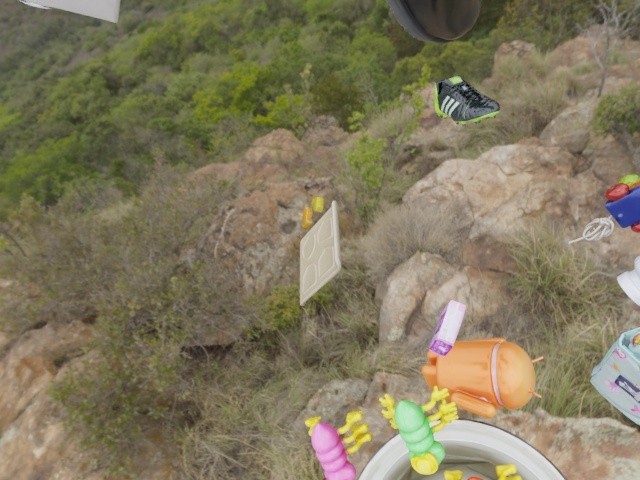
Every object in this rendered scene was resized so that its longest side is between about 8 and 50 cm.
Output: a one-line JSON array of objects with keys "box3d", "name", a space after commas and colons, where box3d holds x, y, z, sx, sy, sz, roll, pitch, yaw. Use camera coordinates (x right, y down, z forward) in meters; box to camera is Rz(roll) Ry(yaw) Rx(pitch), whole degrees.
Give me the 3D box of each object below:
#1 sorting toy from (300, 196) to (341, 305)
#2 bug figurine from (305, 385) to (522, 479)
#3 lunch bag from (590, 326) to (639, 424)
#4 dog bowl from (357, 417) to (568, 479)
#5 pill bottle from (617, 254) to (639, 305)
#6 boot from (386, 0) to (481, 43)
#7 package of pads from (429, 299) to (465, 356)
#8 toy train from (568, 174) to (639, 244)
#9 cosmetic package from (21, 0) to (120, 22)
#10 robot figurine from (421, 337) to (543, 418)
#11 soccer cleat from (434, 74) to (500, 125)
[{"box3d": [0.000, 0.000, 1.182, 0.229, 0.041, 0.308, -51, 32, 45], "name": "sorting toy"}, {"box3d": [0.090, 0.299, 0.529, 0.278, 0.072, 0.217, -24, 96, 26], "name": "bug figurine"}, {"box3d": [0.728, 0.291, 0.887, 0.261, 0.224, 0.160, 10, 56, 23], "name": "lunch bag"}, {"box3d": [0.252, 0.539, 0.746, 0.406, 0.150, 0.409, -7, 55, 10], "name": "dog bowl"}, {"box3d": [0.687, 0.050, 0.830, 0.184, 0.103, 0.103, -48, 44, 36], "name": "pill bottle"}, {"box3d": [0.283, -0.377, 0.577, 0.445, 0.366, 0.146, 27, 102, 43], "name": "boot"}, {"box3d": [0.208, 0.143, 0.704, 0.031, 0.050, 0.083, 24, 52, 13], "name": "package of pads"}, {"box3d": [0.631, -0.087, 0.884, 0.248, 0.105, 0.143, -38, 5, 44], "name": "toy train"}, {"box3d": [-0.283, -0.423, 0.417, 0.365, 0.196, 0.155, -32, 61, 54], "name": "cosmetic package"}, {"box3d": [0.315, 0.262, 0.842, 0.219, 0.158, 0.128, -10, 80, 36], "name": "robot figurine"}, {"box3d": [0.241, -0.242, 0.736, 0.060, 0.073, 0.179, -20, 24, -5], "name": "soccer cleat"}]
